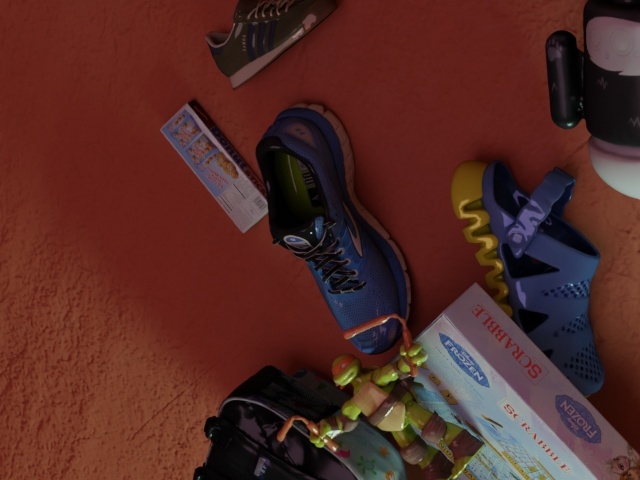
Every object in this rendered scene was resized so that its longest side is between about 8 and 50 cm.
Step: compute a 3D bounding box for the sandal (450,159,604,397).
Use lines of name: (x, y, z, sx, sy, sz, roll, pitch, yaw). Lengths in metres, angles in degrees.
sandal: (0.270, 0.040, 1.980, 0.138, 0.126, 0.317, -19, 101, 29)

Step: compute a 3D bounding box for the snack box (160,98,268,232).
snack box: (-0.134, -0.097, 2.203, 0.064, 0.022, 0.178, -40, 88, 36)

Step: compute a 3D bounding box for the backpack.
backpack: (-0.012, 0.308, 2.201, 0.253, 0.191, 0.225, 31, 125, 23)

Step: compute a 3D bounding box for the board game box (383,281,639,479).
board game box: (0.223, 0.230, 2.027, 0.319, 0.066, 0.318, 47, 155, 4)

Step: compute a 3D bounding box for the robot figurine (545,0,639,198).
robot figurine: (0.369, -0.181, 1.803, 0.209, 0.173, 0.278, 25, 125, 54)

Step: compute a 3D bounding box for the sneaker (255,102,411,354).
sneaker: (0.000, 0.000, 2.094, 0.129, 0.147, 0.330, -20, 100, 34)

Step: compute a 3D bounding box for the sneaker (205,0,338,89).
sneaker: (-0.070, -0.267, 2.070, 0.192, 0.064, 0.086, -34, 97, 38)

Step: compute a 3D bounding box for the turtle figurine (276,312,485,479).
turtle figurine: (0.080, 0.212, 2.032, 0.217, 0.087, 0.269, 43, 124, 2)
